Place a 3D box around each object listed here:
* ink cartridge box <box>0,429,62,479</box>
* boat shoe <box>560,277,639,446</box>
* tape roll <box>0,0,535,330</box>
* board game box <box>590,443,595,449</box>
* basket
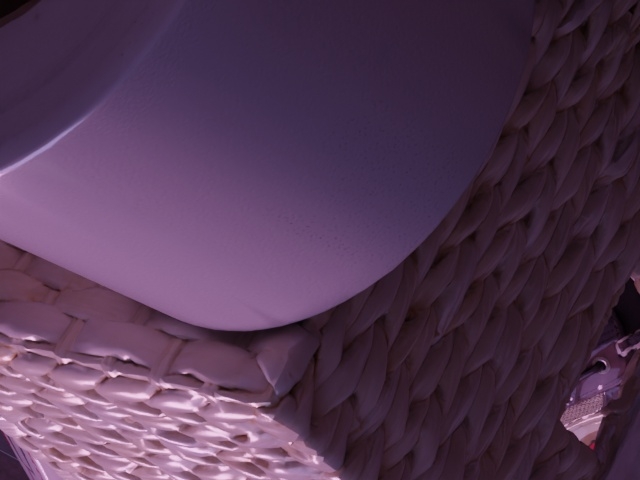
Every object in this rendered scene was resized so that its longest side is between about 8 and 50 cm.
[{"bbox_3d":[-0.281,0.252,2.063,0.226,0.131,0.306,63,166,-14],"label":"ink cartridge box"},{"bbox_3d":[0.163,0.061,1.082,0.092,0.103,0.285,33,133,-15],"label":"boat shoe"},{"bbox_3d":[-0.061,-0.103,0.691,0.246,0.246,0.169,9,166,42],"label":"tape roll"},{"bbox_3d":[0.144,0.099,1.335,0.233,0.078,0.347,37,158,-13],"label":"board game box"},{"bbox_3d":[0.000,0.000,0.930,0.331,0.328,0.266,9,151,43],"label":"basket"}]
